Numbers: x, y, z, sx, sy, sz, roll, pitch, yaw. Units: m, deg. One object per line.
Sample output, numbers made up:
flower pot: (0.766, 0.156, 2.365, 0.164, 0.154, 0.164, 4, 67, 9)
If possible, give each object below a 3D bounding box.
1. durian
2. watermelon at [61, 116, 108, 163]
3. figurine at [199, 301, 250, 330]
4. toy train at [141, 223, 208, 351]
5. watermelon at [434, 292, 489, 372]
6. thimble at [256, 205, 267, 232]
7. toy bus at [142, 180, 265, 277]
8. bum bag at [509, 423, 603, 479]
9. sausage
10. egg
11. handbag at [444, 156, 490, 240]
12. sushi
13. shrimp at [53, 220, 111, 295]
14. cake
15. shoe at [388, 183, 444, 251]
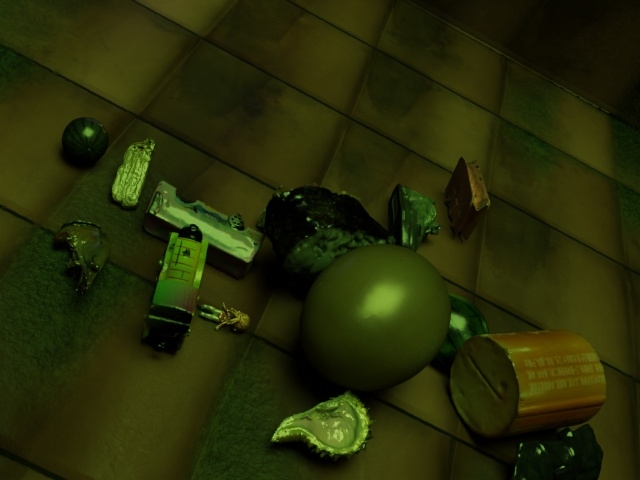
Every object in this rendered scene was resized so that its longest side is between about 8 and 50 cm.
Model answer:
durian: (-0.002, 0.382, 1.711, 0.224, 0.078, 0.140, -5, 62, -23)
watermelon: (-0.536, -0.224, 1.968, 0.105, 0.105, 0.133, 10, 25, -25)
figurine: (-0.203, 0.164, 1.832, 0.109, 0.047, 0.064, 18, 69, -7)
toy train: (-0.290, 0.087, 1.764, 0.100, 0.160, 0.296, 15, 41, -10)
watermelon: (0.330, 0.212, 2.067, 0.204, 0.127, 0.232, -13, 60, -49)
thimble: (-0.100, -0.049, 2.110, 0.110, 0.062, 0.084, 6, 46, -29)
toy bus: (-0.269, -0.025, 1.954, 0.274, 0.090, 0.112, 27, 44, -4)
bum bag: (0.527, 0.495, 1.916, 0.310, 0.074, 0.137, -4, 85, -37)
sausage: (0.471, 0.322, 1.962, 0.287, 0.233, 0.233, 2, 47, -32)
egg: (0.117, 0.163, 1.832, 0.301, 0.301, 0.374, 40, 32, 10)
handbag: (0.413, -0.121, 2.454, 0.059, 0.157, 0.212, 11, 42, -12)
sushi: (0.000, 0.000, 1.999, 0.348, 0.234, 0.207, 19, 30, -53)
shrimp: (-0.496, 0.044, 1.750, 0.117, 0.066, 0.262, 9, 27, -5)
cake: (-0.443, -0.150, 2.014, 0.080, 0.116, 0.185, 14, 73, -15)
shoe: (0.263, -0.041, 2.302, 0.149, 0.109, 0.293, 16, 36, -10)
